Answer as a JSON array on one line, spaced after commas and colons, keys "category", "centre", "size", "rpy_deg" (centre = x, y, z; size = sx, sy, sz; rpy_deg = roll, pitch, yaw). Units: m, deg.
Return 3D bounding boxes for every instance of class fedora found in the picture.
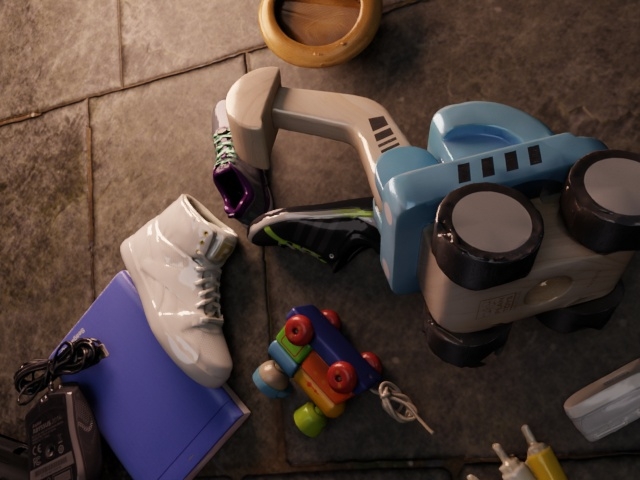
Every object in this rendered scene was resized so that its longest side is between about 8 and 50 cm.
[{"category": "fedora", "centre": [0.004, -0.340, 0.984], "size": [0.194, 0.079, 0.194], "rpy_deg": [-2, 83, 15]}]

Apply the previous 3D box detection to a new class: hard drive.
[{"category": "hard drive", "centre": [-0.284, 0.232, 1.030], "size": [0.318, 0.040, 0.210], "rpy_deg": [44, 99, 21]}]

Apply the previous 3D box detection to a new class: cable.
[{"category": "cable", "centre": [0.297, 0.369, 0.765], "size": [0.139, 0.072, 0.287], "rpy_deg": [-47, 68, 12]}]

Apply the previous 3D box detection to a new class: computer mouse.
[{"category": "computer mouse", "centre": [-0.393, 0.303, 1.010], "size": [0.188, 0.072, 0.272], "rpy_deg": [-24, 63, 21]}]

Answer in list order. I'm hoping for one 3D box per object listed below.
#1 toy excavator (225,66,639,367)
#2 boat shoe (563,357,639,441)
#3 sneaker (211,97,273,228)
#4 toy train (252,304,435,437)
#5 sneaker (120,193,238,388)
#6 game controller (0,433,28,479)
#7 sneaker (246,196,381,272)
[{"category": "toy excavator", "centre": [0.124, -0.080, 0.817], "size": [0.433, 0.222, 0.445], "rpy_deg": [-14, 52, -6]}, {"category": "boat shoe", "centre": [0.388, 0.183, 0.766], "size": [0.184, 0.066, 0.063], "rpy_deg": [-32, 86, 12]}, {"category": "sneaker", "centre": [-0.132, -0.131, 0.994], "size": [0.083, 0.098, 0.224], "rpy_deg": [-22, 75, 17]}, {"category": "toy train", "centre": [0.021, 0.219, 0.887], "size": [0.248, 0.105, 0.143], "rpy_deg": [45, 109, 21]}, {"category": "sneaker", "centre": [-0.183, 0.064, 0.981], "size": [0.169, 0.108, 0.292], "rpy_deg": [-40, 69, 15]}, {"category": "game controller", "centre": [-0.533, 0.426, 1.097], "size": [0.319, 0.067, 0.166], "rpy_deg": [9, 100, 23]}, {"category": "sneaker", "centre": [0.000, 0.000, 0.931], "size": [0.234, 0.084, 0.097], "rpy_deg": [-9, 80, 20]}]
